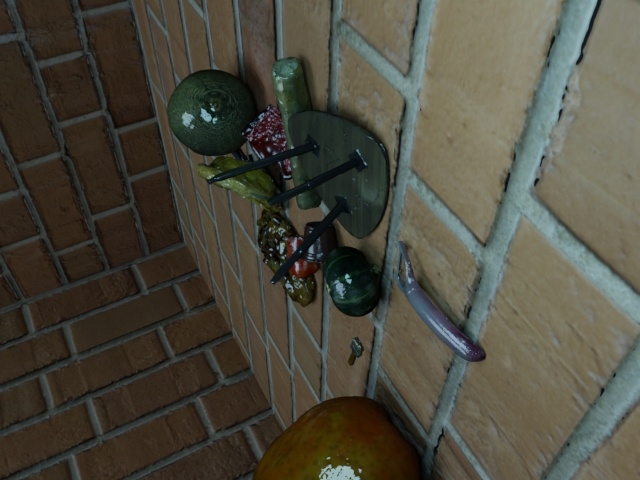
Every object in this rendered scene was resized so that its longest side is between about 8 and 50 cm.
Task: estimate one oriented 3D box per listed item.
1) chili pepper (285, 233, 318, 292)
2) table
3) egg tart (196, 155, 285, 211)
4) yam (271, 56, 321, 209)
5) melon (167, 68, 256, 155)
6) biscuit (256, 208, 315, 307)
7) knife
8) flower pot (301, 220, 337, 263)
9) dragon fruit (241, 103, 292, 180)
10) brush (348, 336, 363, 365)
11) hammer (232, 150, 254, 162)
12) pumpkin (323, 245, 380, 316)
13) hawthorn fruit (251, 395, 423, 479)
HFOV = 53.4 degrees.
[{"bbox_3d":[-0.050,0.065,1.816,0.086,0.084,0.192,-113,14,-67],"label":"chili pepper"},{"bbox_3d":[-0.060,-0.102,1.309,0.317,0.249,0.317,41,150,30],"label":"table"},{"bbox_3d":[-0.221,-0.177,1.882,0.107,0.291,0.291,-65,26,0],"label":"egg tart"},{"bbox_3d":[-0.047,-0.239,1.489,0.083,0.083,0.371,45,153,50],"label":"yam"},{"bbox_3d":[-0.311,-0.361,1.823,0.329,0.249,0.248,-159,50,-75],"label":"melon"},{"bbox_3d":[-0.119,0.055,2.002,0.334,0.081,0.289,59,160,21],"label":"biscuit"},{"bbox_3d":[0.211,0.135,1.228,0.278,0.053,0.123,55,163,37],"label":"knife"},{"bbox_3d":[0.000,0.000,1.604,0.111,0.111,0.089,-150,58,-62],"label":"flower pot"},{"bbox_3d":[-0.108,-0.243,1.605,0.092,0.123,0.192,-40,69,54],"label":"dragon fruit"},{"bbox_3d":[0.095,0.321,1.798,0.043,0.014,0.170,58,160,24],"label":"brush"},{"bbox_3d":[-0.279,-0.291,2.130,0.289,0.037,0.137,56,158,32],"label":"hammer"},{"bbox_3d":[0.072,0.094,1.444,0.167,0.125,0.167,175,90,-84],"label":"pumpkin"},{"bbox_3d":[0.037,0.641,1.659,0.471,0.472,0.471,54,156,37],"label":"hawthorn fruit"}]
